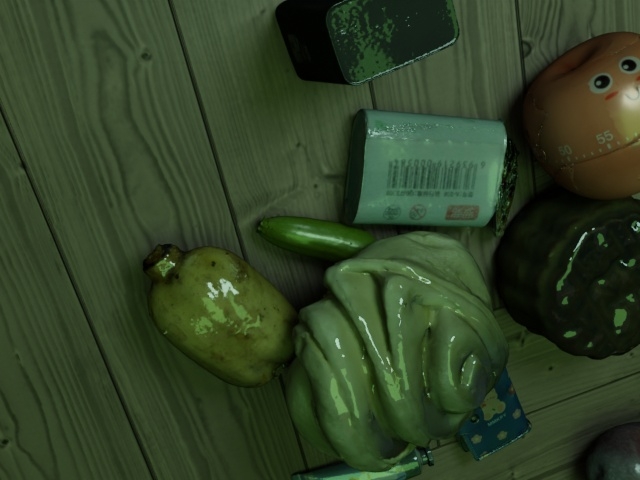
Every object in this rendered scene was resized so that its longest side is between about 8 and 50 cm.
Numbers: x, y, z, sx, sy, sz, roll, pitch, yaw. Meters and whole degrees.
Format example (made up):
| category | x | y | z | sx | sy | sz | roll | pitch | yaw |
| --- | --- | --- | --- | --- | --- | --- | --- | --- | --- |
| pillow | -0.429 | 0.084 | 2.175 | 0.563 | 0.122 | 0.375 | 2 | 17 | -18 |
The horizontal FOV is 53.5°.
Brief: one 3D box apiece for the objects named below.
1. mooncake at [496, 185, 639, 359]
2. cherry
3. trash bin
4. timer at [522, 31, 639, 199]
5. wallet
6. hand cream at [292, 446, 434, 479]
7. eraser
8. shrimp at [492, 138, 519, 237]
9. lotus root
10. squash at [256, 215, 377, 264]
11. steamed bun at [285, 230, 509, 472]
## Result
| category | x | y | z | sx | sy | sz | roll | pitch | yaw |
| --- | --- | --- | --- | --- | --- | --- | --- | --- | --- |
| mooncake | 0.448 | 0.050 | 1.059 | 0.290 | 0.161 | 0.290 | -5 | 108 | -15 |
| cherry | 0.624 | 0.454 | 1.234 | 0.213 | 0.183 | 0.266 | 1 | 122 | -1 |
| trash bin | 0.055 | -0.271 | 0.804 | 0.165 | 0.225 | 0.115 | -24 | 114 | -7 |
| timer | 0.422 | -0.181 | 0.934 | 0.229 | 0.229 | 0.215 | -38 | 100 | 0 |
| wallet | 0.293 | 0.297 | 1.157 | 0.141 | 0.059 | 0.202 | -28 | 114 | -2 |
| hand cream | 0.079 | 0.426 | 1.154 | 0.256 | 0.055 | 0.088 | -15 | 108 | -3 |
| eraser | 0.159 | -0.107 | 0.969 | 0.227 | 0.081 | 0.174 | 2 | 104 | -15 |
| shrimp | 0.296 | -0.082 | 1.020 | 0.034 | 0.091 | 0.161 | 7 | 101 | 20 |
| lotus root | -0.140 | 0.108 | 0.928 | 0.284 | 0.146 | 0.160 | 45 | 72 | -20 |
| squash | 0.000 | 0.000 | 0.974 | 0.201 | 0.066 | 0.066 | 14 | 105 | -14 |
| steamed bun | 0.131 | 0.178 | 0.931 | 0.352 | 0.247 | 0.339 | -18 | 127 | -43 |
